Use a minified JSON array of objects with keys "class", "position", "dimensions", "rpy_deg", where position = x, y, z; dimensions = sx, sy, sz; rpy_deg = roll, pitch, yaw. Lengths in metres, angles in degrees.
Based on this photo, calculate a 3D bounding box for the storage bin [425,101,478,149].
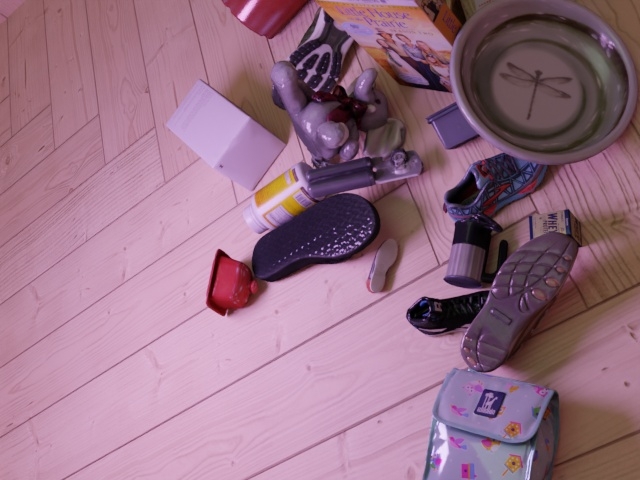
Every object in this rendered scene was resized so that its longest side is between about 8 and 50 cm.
[{"class":"storage bin","position":[0.332,-0.275,1.795],"dimensions":[0.135,0.098,0.091],"rpy_deg":[-24,85,26]}]

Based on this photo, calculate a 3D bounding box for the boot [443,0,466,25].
[{"class":"boot","position":[0.263,-0.551,1.954],"dimensions":[0.203,0.095,0.262],"rpy_deg":[-23,57,27]}]

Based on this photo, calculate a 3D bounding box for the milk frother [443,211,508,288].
[{"class":"milk frother","position":[0.327,0.020,1.626],"dimensions":[0.129,0.143,0.135],"rpy_deg":[3,71,30]}]

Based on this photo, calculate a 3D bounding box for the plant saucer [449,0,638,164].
[{"class":"plant saucer","position":[0.464,-0.332,1.628],"dimensions":[0.400,0.100,0.401],"rpy_deg":[1,72,-3]}]

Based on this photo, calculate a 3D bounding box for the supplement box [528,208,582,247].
[{"class":"supplement box","position":[0.482,-0.018,1.564],"dimensions":[0.083,0.083,0.056],"rpy_deg":[-11,65,32]}]

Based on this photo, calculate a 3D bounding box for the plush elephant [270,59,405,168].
[{"class":"plush elephant","position":[0.069,-0.324,1.917],"dimensions":[0.255,0.330,0.272],"rpy_deg":[-35,64,-8]}]

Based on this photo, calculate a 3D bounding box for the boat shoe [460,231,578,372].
[{"class":"boat shoe","position":[0.403,0.123,1.535],"dimensions":[0.123,0.116,0.324],"rpy_deg":[43,105,29]}]

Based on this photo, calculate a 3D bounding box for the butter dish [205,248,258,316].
[{"class":"butter dish","position":[-0.223,0.117,2.018],"dimensions":[0.118,0.160,0.160],"rpy_deg":[5,73,15]}]

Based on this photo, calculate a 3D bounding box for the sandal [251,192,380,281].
[{"class":"sandal","position":[-0.001,-0.002,1.927],"dimensions":[0.445,0.107,0.168],"rpy_deg":[-19,61,44]}]

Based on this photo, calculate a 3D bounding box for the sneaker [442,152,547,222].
[{"class":"sneaker","position":[0.381,-0.131,1.662],"dimensions":[0.262,0.125,0.104],"rpy_deg":[-42,52,16]}]

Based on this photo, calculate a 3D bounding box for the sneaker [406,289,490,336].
[{"class":"sneaker","position":[0.285,0.150,1.616],"dimensions":[0.216,0.121,0.079],"rpy_deg":[-23,59,28]}]

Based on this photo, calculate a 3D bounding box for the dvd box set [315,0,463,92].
[{"class":"dvd box set","position":[0.206,-0.464,1.746],"dimensions":[0.307,0.420,0.062],"rpy_deg":[20,83,40]}]

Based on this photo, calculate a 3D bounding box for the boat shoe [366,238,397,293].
[{"class":"boat shoe","position":[0.144,0.061,1.814],"dimensions":[0.043,0.049,0.137],"rpy_deg":[161,129,-77]}]

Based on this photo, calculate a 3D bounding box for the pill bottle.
[{"class":"pill bottle","position":[-0.100,-0.106,2.022],"dimensions":[0.215,0.117,0.117],"rpy_deg":[-33,54,21]}]

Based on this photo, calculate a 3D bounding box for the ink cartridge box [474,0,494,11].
[{"class":"ink cartridge box","position":[0.427,-0.616,1.887],"dimensions":[0.088,0.052,0.123],"rpy_deg":[-19,59,30]}]

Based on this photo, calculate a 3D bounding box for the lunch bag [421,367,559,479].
[{"class":"lunch bag","position":[0.325,0.386,1.449],"dimensions":[0.223,0.160,0.262],"rpy_deg":[6,81,37]}]

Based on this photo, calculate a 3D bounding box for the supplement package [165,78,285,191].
[{"class":"supplement package","position":[-0.276,-0.305,2.202],"dimensions":[0.178,0.175,0.293],"rpy_deg":[-52,49,5]}]

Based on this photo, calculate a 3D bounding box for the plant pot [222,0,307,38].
[{"class":"plant pot","position":[-0.142,-0.764,2.260],"dimensions":[0.265,0.272,0.272],"rpy_deg":[-47,50,21]}]

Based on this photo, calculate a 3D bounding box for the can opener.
[{"class":"can opener","position":[0.110,-0.152,1.848],"dimensions":[0.283,0.095,0.076],"rpy_deg":[-12,61,9]}]

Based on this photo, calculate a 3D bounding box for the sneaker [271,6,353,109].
[{"class":"sneaker","position":[0.001,-0.546,2.158],"dimensions":[0.410,0.158,0.182],"rpy_deg":[-54,18,8]}]
